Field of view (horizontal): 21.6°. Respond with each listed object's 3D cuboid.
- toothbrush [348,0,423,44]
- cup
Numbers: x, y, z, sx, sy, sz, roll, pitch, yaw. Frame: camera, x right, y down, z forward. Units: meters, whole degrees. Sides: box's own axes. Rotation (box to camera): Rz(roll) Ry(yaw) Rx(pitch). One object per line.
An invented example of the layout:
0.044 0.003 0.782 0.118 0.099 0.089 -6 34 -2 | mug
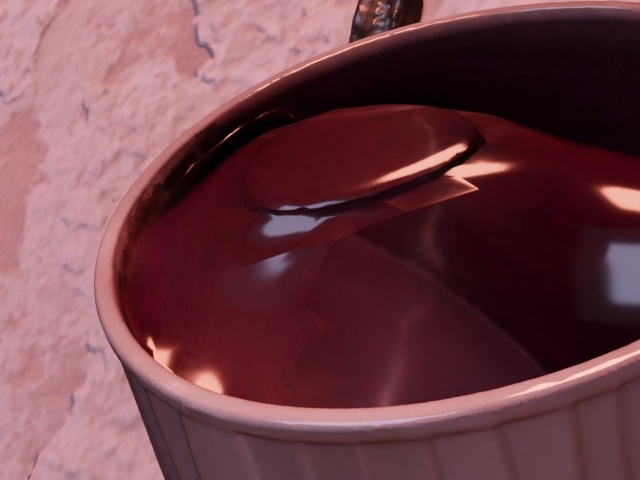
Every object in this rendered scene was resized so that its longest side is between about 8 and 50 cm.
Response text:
0.000 0.000 0.834 0.030 0.030 0.297 7 72 30 | toothbrush
0.074 0.066 0.560 0.208 0.273 0.288 -3 32 19 | cup
